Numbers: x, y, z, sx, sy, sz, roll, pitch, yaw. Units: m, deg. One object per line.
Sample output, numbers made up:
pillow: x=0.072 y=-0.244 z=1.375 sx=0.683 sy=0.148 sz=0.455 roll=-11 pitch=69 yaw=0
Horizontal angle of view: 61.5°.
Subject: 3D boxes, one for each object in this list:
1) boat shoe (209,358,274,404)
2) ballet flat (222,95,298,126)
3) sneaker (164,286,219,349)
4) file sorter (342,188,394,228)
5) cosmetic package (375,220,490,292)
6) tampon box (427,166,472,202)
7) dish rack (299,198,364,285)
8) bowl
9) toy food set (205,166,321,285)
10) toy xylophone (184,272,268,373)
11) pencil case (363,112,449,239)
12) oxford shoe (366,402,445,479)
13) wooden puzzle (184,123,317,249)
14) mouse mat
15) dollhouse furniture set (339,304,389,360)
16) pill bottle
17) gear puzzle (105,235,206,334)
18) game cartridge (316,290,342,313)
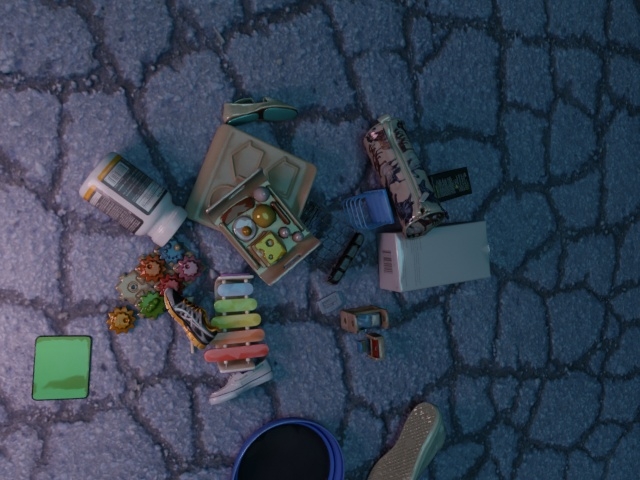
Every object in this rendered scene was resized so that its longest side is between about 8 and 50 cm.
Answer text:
boat shoe: x=-0.262 y=0.451 z=1.737 sx=0.226 sy=0.083 sz=0.076 roll=-19 pitch=87 yaw=-31
ballet flat: x=-0.197 y=-0.428 z=1.742 sx=0.248 sy=0.086 sz=0.086 roll=-11 pitch=95 yaw=-20
sneaker: x=-0.391 y=0.223 z=1.628 sx=0.083 sy=0.084 sz=0.215 roll=-36 pitch=97 yaw=4
file sorter: x=0.158 y=-0.103 z=1.832 sx=0.104 sy=0.170 sz=0.118 roll=-18 pitch=97 yaw=-16
cosmetic package: x=0.409 y=0.051 z=1.939 sx=0.385 sy=0.156 sz=0.217 roll=-6 pitch=93 yaw=-22
tampon box: x=0.446 y=-0.197 z=1.964 sx=0.161 sy=0.120 sz=0.101 roll=-16 pitch=96 yaw=-20
dish rack: x=0.000 y=0.000 z=1.817 sx=0.271 sy=0.074 sz=0.208 roll=33 pitch=78 yaw=-6
bowl: x=-0.111 y=0.782 z=1.793 sx=0.391 sy=0.077 sz=0.391 roll=0 pitch=91 yaw=-21
toy food set: x=-0.170 y=-0.041 z=1.660 sx=0.220 sy=0.092 sz=0.306 roll=-41 pitch=100 yaw=-13
toy xylophone: x=-0.300 y=0.264 z=1.709 sx=0.236 sy=0.081 sz=0.323 roll=-10 pitch=94 yaw=-20
pencil case: x=0.278 y=-0.217 z=1.801 sx=0.160 sy=0.183 sz=0.410 roll=-16 pitch=69 yaw=-11
oxford shoe: x=0.311 y=0.795 z=1.921 sx=0.449 sy=0.169 sz=0.130 roll=-55 pitch=129 yaw=-12
wooden puzzle: x=-0.222 y=-0.161 z=1.737 sx=0.348 sy=0.080 sz=0.322 roll=22 pitch=83 yaw=-15
mouse mat: x=-0.757 y=0.372 z=1.576 sx=0.152 sy=0.007 sz=0.190 roll=4 pitch=88 yaw=-21
dollhouse furniture set: x=0.158 y=0.330 z=1.859 sx=0.129 sy=0.129 sz=0.184 roll=-6 pitch=93 yaw=-21
pill bottle: x=-0.538 y=-0.114 z=1.569 sx=0.278 sy=0.162 sz=0.162 roll=39 pitch=78 yaw=-18
gear puzzle: x=-0.521 y=0.144 z=1.641 sx=0.339 sy=0.044 sz=0.175 roll=-47 pitch=106 yaw=-14
game cartridge: x=0.032 y=0.218 z=1.870 sx=0.083 sy=0.017 sz=0.056 roll=-26 pitch=96 yaw=-18
